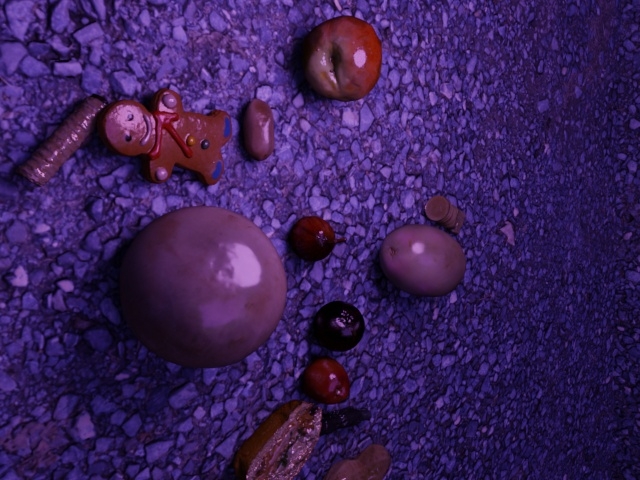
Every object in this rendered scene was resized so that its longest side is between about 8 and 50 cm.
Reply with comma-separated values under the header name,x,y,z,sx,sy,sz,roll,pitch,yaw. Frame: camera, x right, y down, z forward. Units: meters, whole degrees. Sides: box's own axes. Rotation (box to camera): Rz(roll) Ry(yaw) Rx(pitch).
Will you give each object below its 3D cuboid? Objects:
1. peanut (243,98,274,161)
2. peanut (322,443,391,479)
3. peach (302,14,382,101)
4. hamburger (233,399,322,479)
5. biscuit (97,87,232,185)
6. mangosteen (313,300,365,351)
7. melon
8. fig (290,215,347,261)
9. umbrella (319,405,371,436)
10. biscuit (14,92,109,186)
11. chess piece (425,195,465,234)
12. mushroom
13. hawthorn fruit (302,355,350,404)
name,x,y,z,sx,sy,sz,roll,pitch,yaw
peanut,-0.151,-0.270,1.338,0.076,0.076,0.152,-9,105,-38
peanut,0.109,0.728,1.683,0.290,0.130,0.130,-14,106,-40
peach,0.058,-0.464,1.408,0.235,0.214,0.214,-41,129,-70
hamburger,-0.112,0.545,1.449,0.144,0.157,0.283,51,59,-12
biscuit,-0.324,-0.220,1.186,0.324,0.049,0.205,11,91,-49
mangosteen,0.050,0.249,1.552,0.152,0.152,0.152,-7,102,-39
melon,0.317,0.064,1.682,0.317,0.223,0.223,16,87,-45
fig,-0.007,0.004,1.468,0.128,0.150,0.128,-46,159,-23
umbrella,0.063,0.547,1.657,0.236,0.059,0.066,3,116,-42
biscuit,-0.500,-0.200,1.070,0.061,0.055,0.219,33,71,-1
chess piece,0.438,-0.083,1.858,0.200,0.090,0.090,22,83,-51
mushroom,-0.260,0.106,1.210,0.362,0.294,0.362,9,68,-22
hawthorn fruit,0.019,0.398,1.543,0.133,0.138,0.132,-11,108,-37
